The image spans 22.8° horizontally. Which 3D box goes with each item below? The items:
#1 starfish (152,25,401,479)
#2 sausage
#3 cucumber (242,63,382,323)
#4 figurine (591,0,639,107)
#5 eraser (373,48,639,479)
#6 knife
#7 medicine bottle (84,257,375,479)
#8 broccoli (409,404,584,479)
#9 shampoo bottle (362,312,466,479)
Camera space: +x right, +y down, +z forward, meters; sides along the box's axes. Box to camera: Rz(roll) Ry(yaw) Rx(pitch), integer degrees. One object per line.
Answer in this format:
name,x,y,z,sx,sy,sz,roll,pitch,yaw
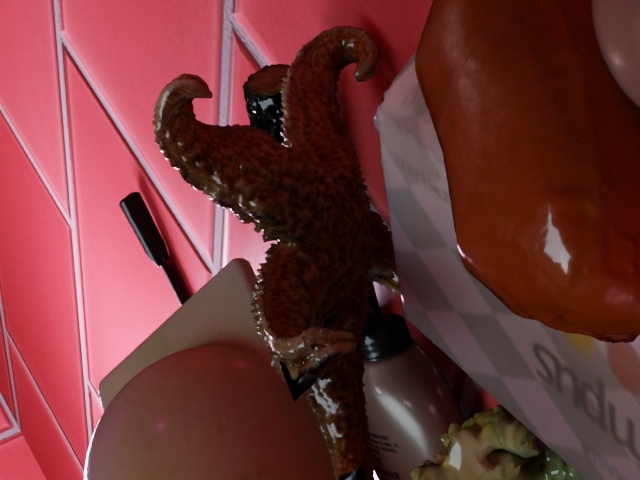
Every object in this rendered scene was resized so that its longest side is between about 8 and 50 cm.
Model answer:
starfish,-0.003,0.003,1.091,0.312,0.113,0.303,62,-154,-28
sausage,0.122,-0.064,0.809,0.133,0.133,0.258,94,170,-51
cucumber,0.000,0.000,1.297,0.081,0.072,0.303,35,143,54
figurine,0.182,-0.106,0.697,0.125,0.125,0.138,34,158,55
eraser,0.172,0.041,0.908,0.397,0.082,0.213,41,149,49
knife,-0.173,0.050,1.848,0.230,0.028,0.060,62,171,4
medicine bottle,-0.064,0.239,1.295,0.235,0.236,0.406,105,147,-59
broccoli,0.128,0.244,0.998,0.247,0.243,0.263,-155,50,-79
shampoo bottle,0.085,0.179,1.268,0.127,0.078,0.256,21,133,68
